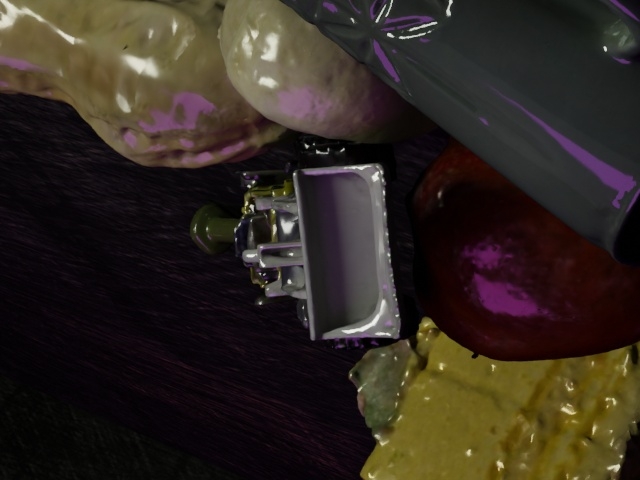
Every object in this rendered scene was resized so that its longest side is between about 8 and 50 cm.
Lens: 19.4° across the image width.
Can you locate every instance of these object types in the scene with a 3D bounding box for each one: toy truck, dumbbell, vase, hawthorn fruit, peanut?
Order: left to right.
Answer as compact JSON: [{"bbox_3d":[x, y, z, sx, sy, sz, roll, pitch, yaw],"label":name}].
[{"bbox_3d":[-0.139,-0.141,1.342,0.313,0.149,0.149,23,163,20],"label":"peanut"},{"bbox_3d":[-0.079,-0.009,1.812,0.052,0.046,0.118,44,159,-27],"label":"dumbbell"},{"bbox_3d":[0.000,0.000,1.215,0.111,0.136,0.286,-7,-175,-3],"label":"toy truck"},{"bbox_3d":[0.089,-0.129,1.009,0.301,0.156,0.251,33,169,9],"label":"vase"},{"bbox_3d":[0.162,-0.005,1.193,0.202,0.185,0.185,15,160,22],"label":"hawthorn fruit"}]

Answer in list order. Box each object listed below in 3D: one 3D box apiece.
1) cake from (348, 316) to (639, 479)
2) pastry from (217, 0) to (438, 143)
[{"bbox_3d":[0.172,0.186,1.666,0.286,0.222,0.227,20,160,31],"label":"cake"},{"bbox_3d":[0.012,-0.123,1.155,0.156,0.156,0.092,29,122,1],"label":"pastry"}]
